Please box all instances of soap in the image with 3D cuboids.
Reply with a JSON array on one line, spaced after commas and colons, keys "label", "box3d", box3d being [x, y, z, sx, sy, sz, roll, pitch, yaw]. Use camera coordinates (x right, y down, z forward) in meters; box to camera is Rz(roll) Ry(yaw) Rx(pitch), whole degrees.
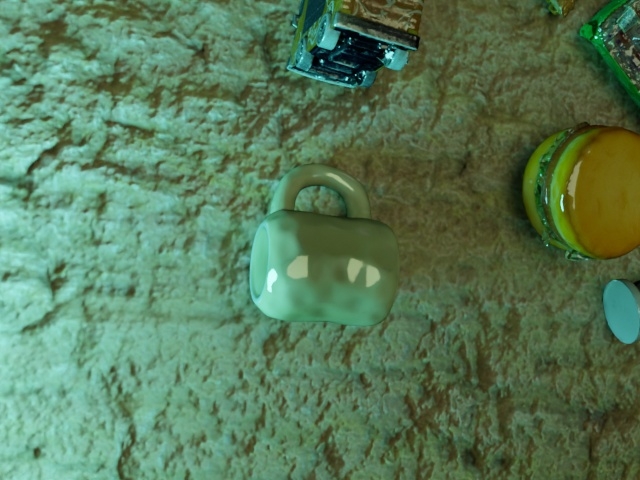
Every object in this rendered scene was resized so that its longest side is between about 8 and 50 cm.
[{"label": "soap", "box3d": [0.611, -0.322, 1.474, 0.218, 0.098, 0.273, -39, 101, 11]}]

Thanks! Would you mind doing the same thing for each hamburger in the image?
[{"label": "hamburger", "box3d": [0.457, -0.083, 1.417, 0.246, 0.170, 0.246, -4, 100, -25]}]

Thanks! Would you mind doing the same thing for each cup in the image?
[{"label": "cup", "box3d": [0.006, 0.003, 1.288, 0.202, 0.173, 0.255, 6, 89, -17]}]

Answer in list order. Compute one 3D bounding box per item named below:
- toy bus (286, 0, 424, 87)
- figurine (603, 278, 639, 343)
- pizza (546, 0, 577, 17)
[{"label": "toy bus", "box3d": [0.050, -0.335, 1.247, 0.139, 0.275, 0.167, 12, 84, -16]}, {"label": "figurine", "box3d": [0.652, 0.112, 1.475, 0.237, 0.176, 0.133, -11, 121, -11]}, {"label": "pizza", "box3d": [0.430, -0.473, 1.466, 0.182, 0.062, 0.161, 3, 83, -21]}]
